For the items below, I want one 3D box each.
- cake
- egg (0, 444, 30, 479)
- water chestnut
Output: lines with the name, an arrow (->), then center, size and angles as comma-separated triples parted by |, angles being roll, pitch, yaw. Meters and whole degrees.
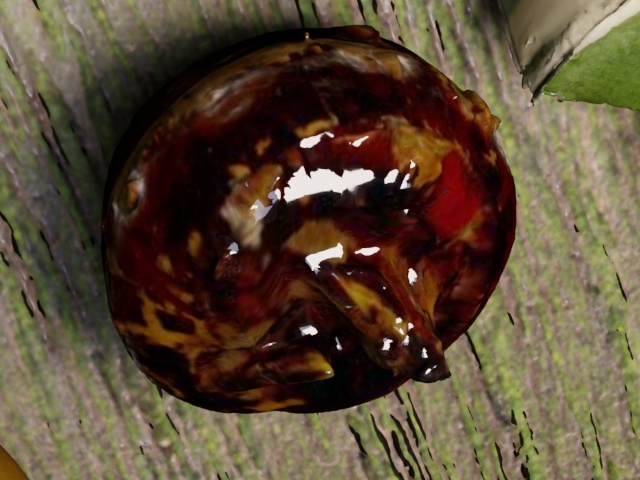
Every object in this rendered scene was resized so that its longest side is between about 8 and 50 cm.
cake -> 0.285, -0.188, 1.293 | 0.284, 0.158, 0.172 | 5, 141, -21
egg -> -0.304, 0.256, 1.235 | 0.283, 0.282, 0.351 | -19, 118, -10
water chestnut -> 0.000, 0.000, 1.244 | 0.300, 0.300, 0.300 | -6, 111, -15
